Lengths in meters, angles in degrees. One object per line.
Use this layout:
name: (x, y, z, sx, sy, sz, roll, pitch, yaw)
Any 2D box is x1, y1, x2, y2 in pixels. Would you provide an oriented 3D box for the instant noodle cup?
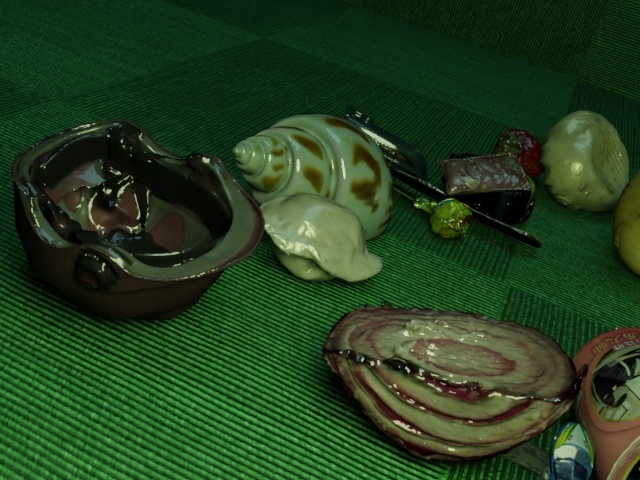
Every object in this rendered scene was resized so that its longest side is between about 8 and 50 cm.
instant noodle cup: (0.419, 0.232, 0.883, 0.243, 0.244, 0.255, 13, 21, -4)

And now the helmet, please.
helmet: (-0.253, -0.003, 0.969, 0.338, 0.197, 0.271, 28, 39, 8)

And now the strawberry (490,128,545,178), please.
strawberry: (0.494, -0.210, 1.797, 0.131, 0.131, 0.148, 39, 12, 36)

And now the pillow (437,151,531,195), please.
pillow: (0.332, -0.133, 1.476, 0.184, 0.043, 0.118, -2, 48, -10)

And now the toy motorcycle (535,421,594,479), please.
toy motorcycle: (0.248, 0.295, 0.752, 0.092, 0.136, 0.254, 22, 29, 11)

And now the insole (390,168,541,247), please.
insole: (0.296, -0.069, 1.492, 0.348, 0.009, 0.119, 28, -2, 17)

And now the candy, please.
candy: (0.207, -0.079, 1.482, 0.077, 0.073, 0.262, -16, 34, -28)

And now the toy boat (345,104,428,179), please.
toy boat: (0.142, -0.204, 1.648, 0.246, 0.103, 0.093, 30, 15, -1)

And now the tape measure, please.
tape measure: (0.384, -0.117, 1.582, 0.198, 0.112, 0.186, 2, 34, -22)

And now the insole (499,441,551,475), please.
insole: (0.252, 0.268, 0.938, 0.193, 0.006, 0.065, 28, 30, 20)

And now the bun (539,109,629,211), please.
bun: (0.622, -0.185, 1.732, 0.259, 0.260, 0.160, -15, 5, -43)

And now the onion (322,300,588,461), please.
onion: (0.169, 0.177, 0.932, 0.314, 0.146, 0.280, 6, 12, 16)

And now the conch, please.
conch: (-0.008, -0.116, 1.302, 0.367, 0.197, 0.249, -14, 60, -34)

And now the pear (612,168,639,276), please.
pear: (0.742, -0.037, 1.432, 0.309, 0.309, 0.309, 12, 29, -7)

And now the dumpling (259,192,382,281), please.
dumpling: (0.000, 0.000, 1.164, 0.250, 0.132, 0.162, 19, 17, -42)
